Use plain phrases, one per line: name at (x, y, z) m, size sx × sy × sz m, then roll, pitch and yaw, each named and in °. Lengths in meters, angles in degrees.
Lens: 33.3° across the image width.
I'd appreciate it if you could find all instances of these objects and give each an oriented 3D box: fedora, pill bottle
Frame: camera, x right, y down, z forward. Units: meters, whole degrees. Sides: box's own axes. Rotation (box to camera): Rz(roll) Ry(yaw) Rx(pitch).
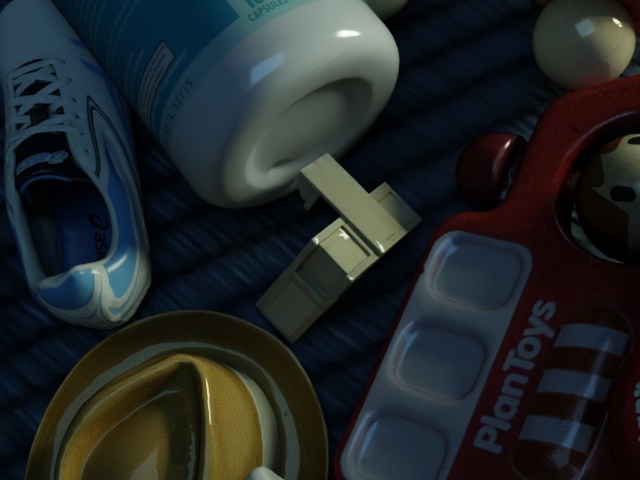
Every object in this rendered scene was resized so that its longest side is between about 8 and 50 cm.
fedora at (-0.089, 0.125, 0.594) m, size 0.194 × 0.079 × 0.194 m, roll -2°, pitch 71°, yaw 7°
pill bottle at (-0.083, -0.158, 0.650) m, size 0.146 × 0.146 × 0.264 m, roll -37°, pitch 71°, yaw -5°

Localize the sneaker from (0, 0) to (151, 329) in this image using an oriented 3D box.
sneaker at (-0.160, -0.061, 0.663) m, size 0.085 × 0.086 × 0.237 m, roll -19°, pitch 69°, yaw 3°

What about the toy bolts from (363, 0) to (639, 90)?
toy bolts at (0.096, -0.199, 0.623) m, size 0.228 × 0.218 × 0.158 m, roll 18°, pitch 81°, yaw 32°

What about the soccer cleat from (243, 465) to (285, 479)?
soccer cleat at (0.004, 0.209, 0.542) m, size 0.076 × 0.068 × 0.196 m, roll -32°, pitch 89°, yaw 3°

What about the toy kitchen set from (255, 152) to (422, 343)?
toy kitchen set at (0.000, 0.000, 0.643) m, size 0.068 × 0.075 × 0.083 m, roll 46°, pitch 43°, yaw 6°

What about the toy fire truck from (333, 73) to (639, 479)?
toy fire truck at (0.162, 0.031, 0.557) m, size 0.254 × 0.169 × 0.302 m, roll 14°, pitch 73°, yaw 32°
